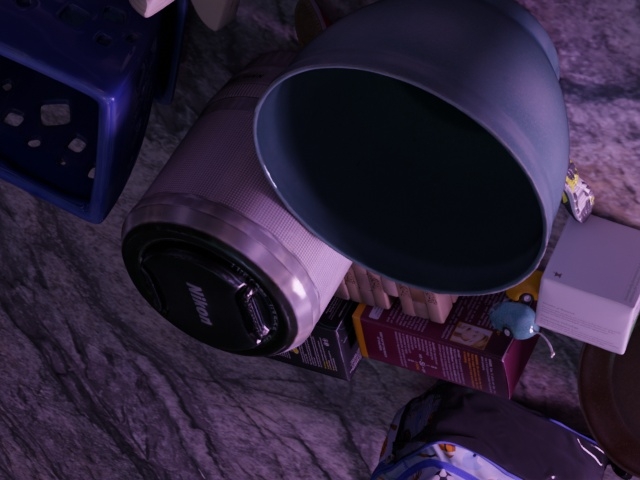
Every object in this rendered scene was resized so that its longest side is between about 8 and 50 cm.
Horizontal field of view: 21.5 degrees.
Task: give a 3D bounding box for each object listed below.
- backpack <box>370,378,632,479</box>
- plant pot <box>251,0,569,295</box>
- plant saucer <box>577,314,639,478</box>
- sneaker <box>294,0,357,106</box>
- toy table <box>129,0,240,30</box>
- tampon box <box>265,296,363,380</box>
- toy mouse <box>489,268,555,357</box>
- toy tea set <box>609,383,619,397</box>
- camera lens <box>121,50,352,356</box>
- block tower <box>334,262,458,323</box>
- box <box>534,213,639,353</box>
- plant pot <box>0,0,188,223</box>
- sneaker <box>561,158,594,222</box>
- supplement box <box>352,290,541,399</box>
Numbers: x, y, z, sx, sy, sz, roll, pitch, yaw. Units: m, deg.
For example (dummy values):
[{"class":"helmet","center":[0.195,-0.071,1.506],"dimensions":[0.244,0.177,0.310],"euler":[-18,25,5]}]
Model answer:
[{"class":"backpack","center":[0.191,0.292,2.065],"dimensions":[0.276,0.213,0.263],"euler":[33,158,-8]},{"class":"plant pot","center":[0.109,-0.118,1.571],"dimensions":[0.293,0.196,0.293],"euler":[21,146,15]},{"class":"plant saucer","center":[0.363,0.158,1.806],"dimensions":[0.199,0.036,0.198],"euler":[7,100,46]},{"class":"sneaker","center":[0.022,-0.194,1.694],"dimensions":[0.042,0.067,0.118],"euler":[-26,87,56]},{"class":"toy table","center":[-0.116,-0.314,1.473],"dimensions":[0.161,0.252,0.274],"euler":[42,161,12]},{"class":"tampon box","center":[-0.019,0.075,2.007],"dimensions":[0.161,0.120,0.101],"euler":[15,144,24]},{"class":"toy mouse","center":[0.239,0.072,1.790],"dimensions":[0.161,0.143,0.031],"euler":[-1,121,4]},{"class":"toy tea set","center":[0.441,0.293,1.919],"dimensions":[0.200,0.124,0.336],"euler":[-2,135,41]},{"class":"camera lens","center":[-0.059,-0.034,1.749],"dimensions":[0.219,0.274,0.219],"euler":[22,146,15]},{"class":"block tower","center":[0.000,0.000,1.918],"dimensions":[0.335,0.091,0.097],"euler":[14,143,26]},{"class":"box","center":[0.285,0.042,1.730],"dimensions":[0.102,0.101,0.087],"euler":[19,145,16]},{"class":"plant pot","center":[-0.271,-0.196,1.763],"dimensions":[0.236,0.212,0.236],"euler":[27,148,7]},{"class":"sneaker","center":[0.249,-0.053,1.704],"dimensions":[0.035,0.031,0.083],"euler":[13,141,49]},{"class":"supplement box","center":[0.145,0.095,1.915],"dimensions":[0.188,0.104,0.081],"euler":[15,145,24]}]
